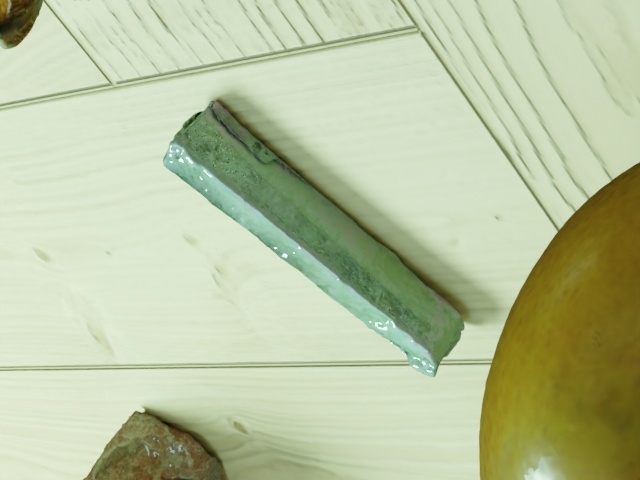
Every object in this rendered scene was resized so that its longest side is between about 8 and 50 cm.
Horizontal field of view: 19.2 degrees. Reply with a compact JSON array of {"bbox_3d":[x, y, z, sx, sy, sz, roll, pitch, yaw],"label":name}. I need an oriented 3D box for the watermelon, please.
[{"bbox_3d":[-0.176,0.244,1.440,0.148,0.318,0.226,25,108,22],"label":"watermelon"}]

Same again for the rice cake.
[{"bbox_3d":[0.000,0.000,1.103,0.211,0.043,0.034,39,153,-9],"label":"rice cake"}]

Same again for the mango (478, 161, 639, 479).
[{"bbox_3d":[0.194,0.105,0.877,0.221,0.264,0.378,18,162,20],"label":"mango"}]

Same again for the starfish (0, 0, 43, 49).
[{"bbox_3d":[-0.210,-0.204,0.953,0.303,0.113,0.312,21,144,21],"label":"starfish"}]
